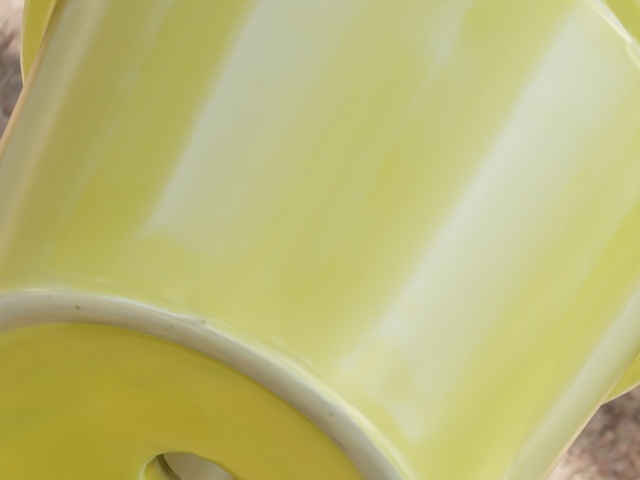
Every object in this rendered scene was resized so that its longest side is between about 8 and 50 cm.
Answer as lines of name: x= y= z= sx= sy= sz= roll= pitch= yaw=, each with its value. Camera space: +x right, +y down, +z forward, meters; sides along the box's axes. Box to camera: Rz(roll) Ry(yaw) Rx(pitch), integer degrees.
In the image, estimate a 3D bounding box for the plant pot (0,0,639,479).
plant pot: x=0.000 y=0.000 z=0.620 sx=0.254 sy=0.254 sz=0.239 roll=36 pitch=46 yaw=-9
